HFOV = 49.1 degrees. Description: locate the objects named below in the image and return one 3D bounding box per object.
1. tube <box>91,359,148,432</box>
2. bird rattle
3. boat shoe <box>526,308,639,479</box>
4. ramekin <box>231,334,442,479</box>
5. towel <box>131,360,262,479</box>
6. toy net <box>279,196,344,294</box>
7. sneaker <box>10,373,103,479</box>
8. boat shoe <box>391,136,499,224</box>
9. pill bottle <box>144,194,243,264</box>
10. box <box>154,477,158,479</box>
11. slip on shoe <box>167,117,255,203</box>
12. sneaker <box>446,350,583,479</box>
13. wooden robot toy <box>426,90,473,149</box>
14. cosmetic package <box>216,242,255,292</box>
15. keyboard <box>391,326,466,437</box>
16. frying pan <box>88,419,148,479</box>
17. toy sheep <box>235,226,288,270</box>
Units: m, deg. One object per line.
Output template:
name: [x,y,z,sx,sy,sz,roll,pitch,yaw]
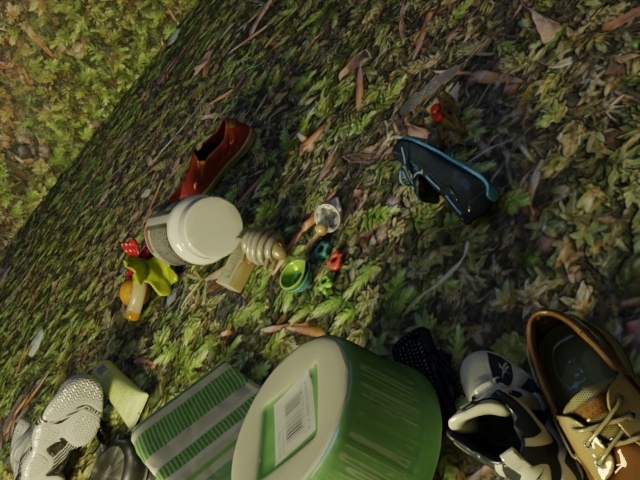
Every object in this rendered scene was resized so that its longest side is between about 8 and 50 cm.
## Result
tube: [-0.468,0.355,1.644,0.062,0.070,0.240,-26,28,-28]
bird rattle: [-0.487,0.102,1.833,0.254,0.143,0.206,18,91,59]
boat shoe: [0.308,0.199,0.753,0.122,0.120,0.324,-44,34,16]
ramekin: [0.009,0.280,0.978,0.303,0.148,0.303,-44,25,27]
towel: [-0.187,0.337,1.232,0.248,0.038,0.325,-34,27,-24]
toy net: [0.000,0.000,1.383,0.122,0.045,0.232,-12,51,46]
sneaker: [-0.638,0.448,1.663,0.210,0.138,0.365,36,102,56]
boat shoe: [0.187,-0.107,1.193,0.089,0.109,0.258,-55,31,5]
pill bottle: [-0.294,-0.022,1.626,0.283,0.161,0.161,-4,58,61]
box: [-0.188,0.455,1.161,0.244,0.101,0.060,13,70,54]
slip on shoe: [-0.318,-0.203,1.911,0.331,0.101,0.123,-46,36,16]
sneaker: [0.206,0.199,0.850,0.094,0.153,0.234,-40,35,19]
wooden robot toy: [0.215,-0.204,1.281,0.079,0.076,0.173,-46,32,33]
cosmetic package: [-0.179,0.055,1.559,0.060,0.041,0.115,10,69,55]
keyboard: [0.152,0.199,1.025,0.100,0.038,0.192,-39,37,21]
frying pan: [-0.448,0.465,1.528,0.197,0.053,0.326,-43,38,18]
toy sheep: [-0.127,0.013,1.490,0.132,0.091,0.091,16,70,22]
